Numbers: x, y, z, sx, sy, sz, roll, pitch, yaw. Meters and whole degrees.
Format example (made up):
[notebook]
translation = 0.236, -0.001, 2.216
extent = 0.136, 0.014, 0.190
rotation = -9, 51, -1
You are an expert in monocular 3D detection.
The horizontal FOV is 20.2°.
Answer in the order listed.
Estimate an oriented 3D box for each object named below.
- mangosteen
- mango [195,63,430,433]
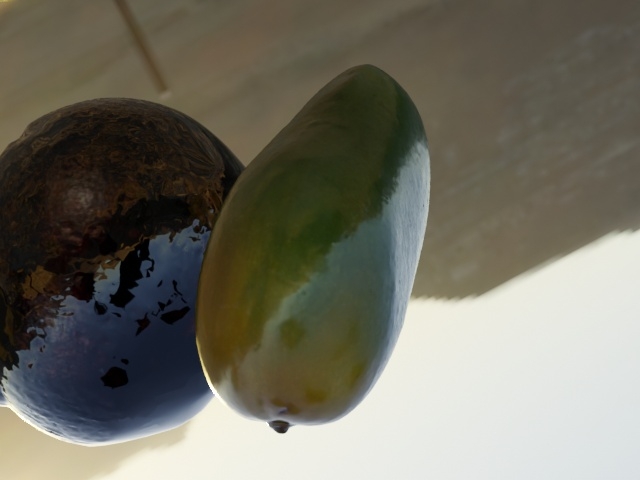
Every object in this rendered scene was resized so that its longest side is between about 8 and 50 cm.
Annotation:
[mangosteen]
translation = -0.189, 0.016, 1.498
extent = 0.297, 0.313, 0.297
rotation = -39, 144, -36
[mango]
translation = 0.000, 0.000, 1.047
extent = 0.114, 0.156, 0.251
rotation = -3, -142, 17
